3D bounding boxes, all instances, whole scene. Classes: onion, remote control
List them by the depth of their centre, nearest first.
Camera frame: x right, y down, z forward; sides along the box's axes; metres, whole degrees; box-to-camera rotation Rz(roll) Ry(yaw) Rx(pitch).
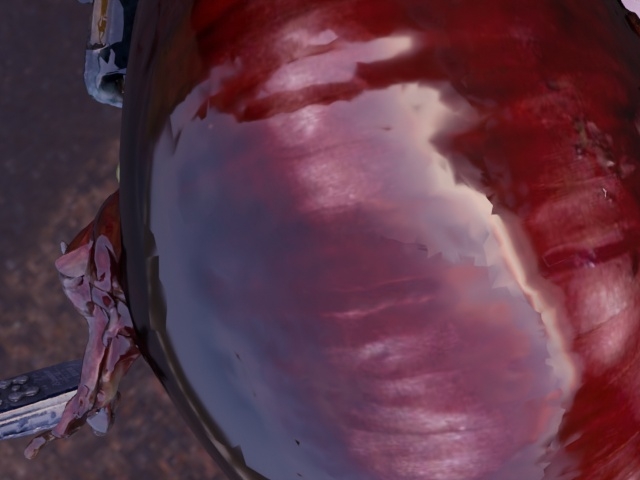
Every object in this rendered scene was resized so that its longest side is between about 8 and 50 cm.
[{"bbox_3d":[0.001,-0.008,0.588,0.285,0.273,0.273,-15,114,11],"label":"onion"},{"bbox_3d":[-0.183,0.094,0.902,0.043,0.152,0.027,40,136,54],"label":"remote control"}]

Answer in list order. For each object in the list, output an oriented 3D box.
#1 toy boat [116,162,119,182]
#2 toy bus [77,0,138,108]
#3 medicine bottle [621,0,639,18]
[{"bbox_3d":[-0.001,0.005,1.106,0.276,0.111,0.084,20,122,0],"label":"toy boat"},{"bbox_3d":[-0.015,-0.227,0.729,0.162,0.194,0.323,4,119,-9],"label":"toy bus"},{"bbox_3d":[0.282,-0.268,1.327,0.241,0.241,0.302,28,93,20],"label":"medicine bottle"}]
